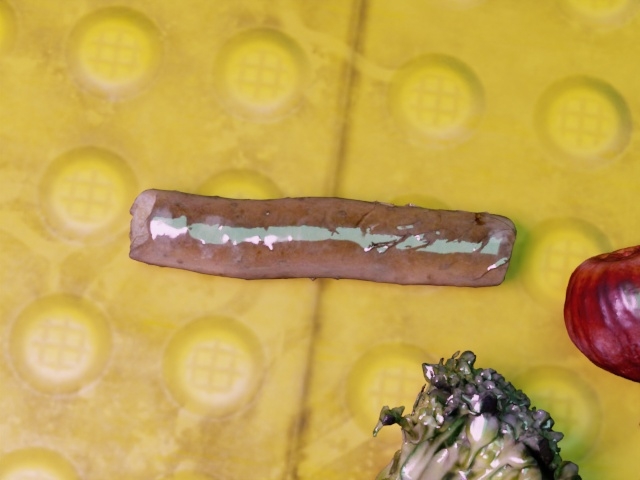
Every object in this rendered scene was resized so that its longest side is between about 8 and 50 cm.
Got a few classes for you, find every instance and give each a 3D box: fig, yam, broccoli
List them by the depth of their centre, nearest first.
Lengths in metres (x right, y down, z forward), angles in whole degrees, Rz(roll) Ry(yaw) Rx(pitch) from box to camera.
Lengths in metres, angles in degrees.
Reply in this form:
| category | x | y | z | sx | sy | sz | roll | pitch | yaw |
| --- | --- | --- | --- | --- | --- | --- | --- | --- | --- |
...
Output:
| category | x | y | z | sx | sy | sz | roll | pitch | yaw |
| --- | --- | --- | --- | --- | --- | --- | --- | --- | --- |
| broccoli | 0.050 | 0.217 | 1.127 | 0.304 | 0.145 | 0.165 | -35 | 91 | 2 |
| fig | 0.253 | 0.067 | 1.161 | 0.128 | 0.128 | 0.150 | 18 | 83 | 2 |
| yam | 0.000 | 0.000 | 1.193 | 0.317 | 0.067 | 0.071 | 4 | 64 | -2 |
